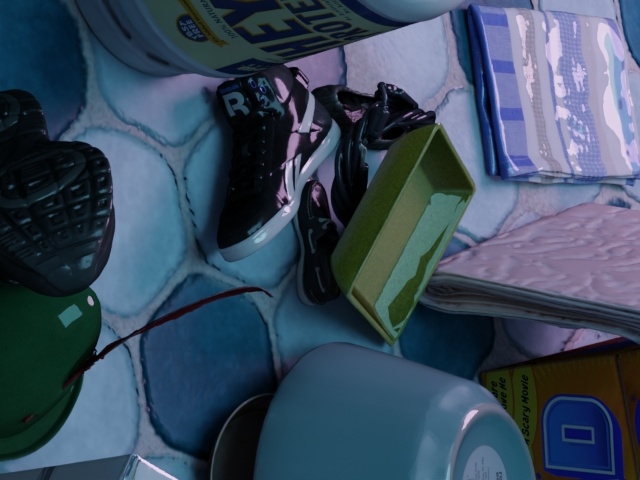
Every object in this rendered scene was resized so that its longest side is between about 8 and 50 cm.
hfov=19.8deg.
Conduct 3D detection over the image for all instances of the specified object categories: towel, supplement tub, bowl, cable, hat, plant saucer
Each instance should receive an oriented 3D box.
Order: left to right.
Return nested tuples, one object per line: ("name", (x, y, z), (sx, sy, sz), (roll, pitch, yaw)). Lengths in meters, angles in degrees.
("hat", (-0.193, 0.068, 1.437), (0.173, 0.183, 0.208), (52, 48, -25))
("plant saucer", (-0.048, 0.224, 1.675), (0.168, 0.029, 0.168), (12, 73, -46))
("supplement tub", (-0.040, -0.271, 1.576), (0.235, 0.325, 0.235), (14, 71, -45))
("cable", (0.069, -0.068, 1.816), (0.184, 0.047, 0.150), (38, 70, -63))
("plant saucer", (0.074, -0.009, 1.776), (0.188, 0.045, 0.188), (-62, 158, -9))
("bowl", (0.089, 0.243, 1.683), (0.311, 0.163, 0.311), (13, 75, -56))
("towel", (0.276, -0.166, 2.114), (0.285, 0.034, 0.209), (-1, 81, -47))
("towel", (0.312, 0.035, 1.905), (0.332, 0.317, 0.053), (-19, 113, -48))

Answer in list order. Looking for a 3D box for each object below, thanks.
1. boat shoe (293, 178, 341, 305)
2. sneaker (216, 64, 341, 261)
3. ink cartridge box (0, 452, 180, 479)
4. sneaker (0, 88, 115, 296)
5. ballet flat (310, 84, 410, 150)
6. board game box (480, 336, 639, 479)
("boat shoe", (0.000, 0.000, 1.771), (0.046, 0.038, 0.125), (16, 70, -45))
("sneaker", (-0.068, -0.084, 1.697), (0.121, 0.079, 0.217), (54, 39, -20))
("ink cartridge box", (-0.171, 0.242, 1.396), (0.158, 0.218, 0.092), (37, 56, -37))
("sneaker", (-0.215, -0.016, 1.387), (0.109, 0.286, 0.130), (-17, 119, -14))
("ballet flat", (0.051, -0.123, 1.847), (0.173, 0.049, 0.057), (3, 80, -47))
("board game box", (0.442, 0.268, 1.953), (0.356, 0.356, 0.356), (-8, 88, -48))
